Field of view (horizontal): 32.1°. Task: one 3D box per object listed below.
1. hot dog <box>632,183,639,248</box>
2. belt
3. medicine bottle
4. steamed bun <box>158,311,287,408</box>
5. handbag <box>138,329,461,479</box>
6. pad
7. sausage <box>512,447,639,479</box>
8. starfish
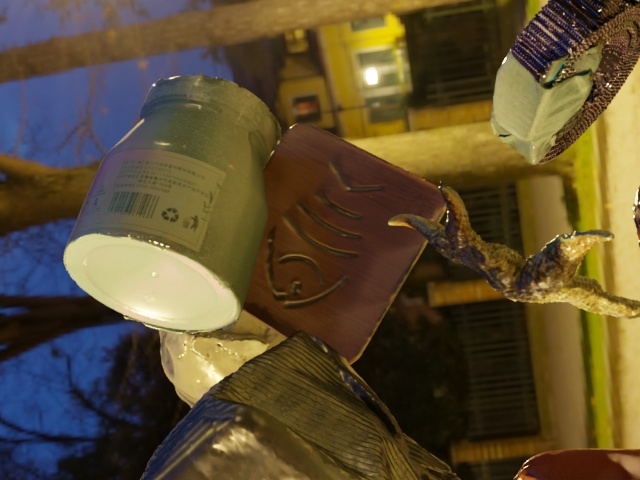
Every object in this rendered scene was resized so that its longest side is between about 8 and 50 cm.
[{"bbox_3d":[0.596,0.027,1.575,0.174,0.266,0.388,73,-174,-62],"label":"hot dog"},{"bbox_3d":[0.370,-0.254,1.668,0.122,0.260,0.325,46,151,21],"label":"belt"},{"bbox_3d":[-0.184,-0.055,1.505,0.245,0.244,0.290,72,-150,-54],"label":"medicine bottle"},{"bbox_3d":[-0.155,0.222,2.035,0.394,0.346,0.238,16,-102,-61],"label":"steamed bun"},{"bbox_3d":[-0.011,0.278,1.218,0.340,0.247,0.240,44,-156,-6],"label":"handbag"},{"bbox_3d":[0.000,0.000,1.547,0.284,0.286,0.018,-59,-31,-3],"label":"pad"},{"bbox_3d":[0.393,0.286,1.265,0.094,0.348,0.097,-60,-39,-51],"label":"sausage"},{"bbox_3d":[0.254,0.034,1.279,0.347,0.357,0.078,112,179,-78],"label":"starfish"}]
